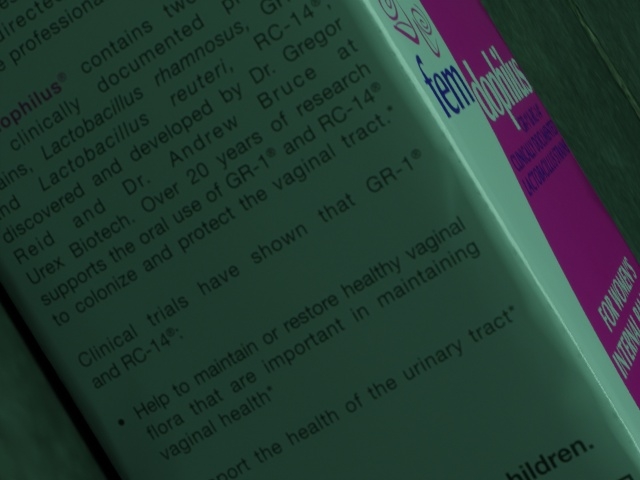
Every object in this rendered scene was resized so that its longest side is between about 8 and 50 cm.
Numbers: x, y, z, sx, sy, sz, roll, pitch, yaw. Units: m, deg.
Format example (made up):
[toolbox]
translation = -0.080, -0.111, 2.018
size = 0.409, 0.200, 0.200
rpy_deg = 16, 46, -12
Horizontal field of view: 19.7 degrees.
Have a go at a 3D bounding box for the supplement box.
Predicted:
[supplement box]
translation = 0.000, 0.000, 0.448
size = 0.220, 0.114, 0.111
rpy_deg = 57, 19, -2
